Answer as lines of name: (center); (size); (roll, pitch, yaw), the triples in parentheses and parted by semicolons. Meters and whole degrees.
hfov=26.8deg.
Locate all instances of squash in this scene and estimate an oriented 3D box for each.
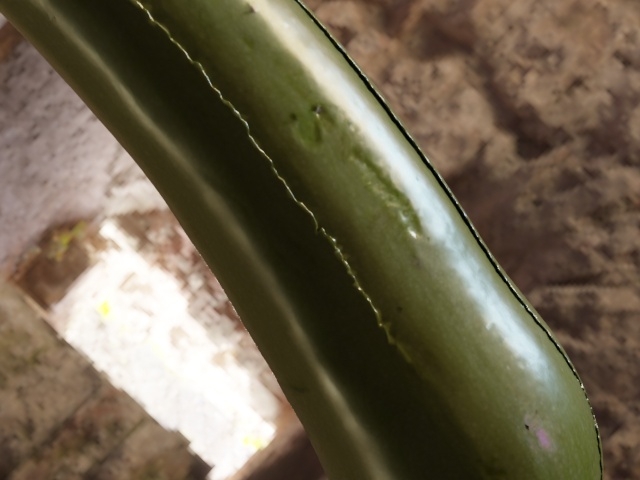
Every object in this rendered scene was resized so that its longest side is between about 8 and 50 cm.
squash: (0.000, 0.000, 0.395); (0.083, 0.250, 0.083); (-34, -170, 7)
